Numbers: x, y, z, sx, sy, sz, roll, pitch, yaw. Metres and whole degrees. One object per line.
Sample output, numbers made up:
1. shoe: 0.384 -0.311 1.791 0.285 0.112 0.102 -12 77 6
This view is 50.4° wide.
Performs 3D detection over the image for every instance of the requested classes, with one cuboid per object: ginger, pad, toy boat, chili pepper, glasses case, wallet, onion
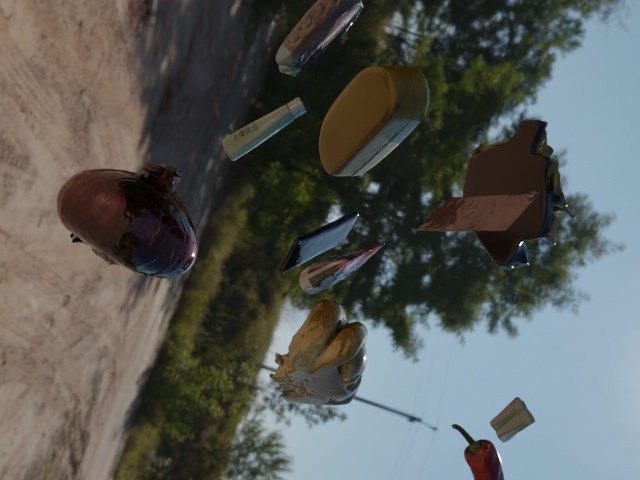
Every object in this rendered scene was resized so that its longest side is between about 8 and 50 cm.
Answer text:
1. ginger: 0.570 -0.142 1.833 0.358 0.211 0.413 131 -43 -55
2. pad: 0.255 -0.047 1.120 0.113 0.006 0.187 -41 -156 -30
3. toy boat: -0.013 -0.449 1.418 0.227 0.085 0.155 -43 178 2
4. chili pepper: 0.392 0.617 1.699 0.092 0.137 0.368 -75 164 -66
5. glasses case: 0.126 -0.292 1.625 0.371 0.141 0.173 -40 -119 57
6. wallet: 0.000 -0.001 1.973 0.285 0.030 0.146 -26 151 -43
7. onion: -0.430 -0.068 1.601 0.285 0.347 0.347 -59 -176 -7

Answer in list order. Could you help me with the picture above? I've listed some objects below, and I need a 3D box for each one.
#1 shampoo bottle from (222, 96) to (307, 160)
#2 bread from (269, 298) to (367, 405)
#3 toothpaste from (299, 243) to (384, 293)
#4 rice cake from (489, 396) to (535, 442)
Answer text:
1. shampoo bottle: -0.117 -0.238 1.436 0.190 0.041 0.069 -30 -141 6
2. bread: 0.013 0.385 2.157 0.329 0.245 0.424 -39 154 -29
3. toothpaste: 0.023 0.043 1.034 0.071 0.045 0.193 -24 177 -31
4. rice cake: 0.541 0.513 1.931 0.042 0.080 0.222 -26 156 -19
